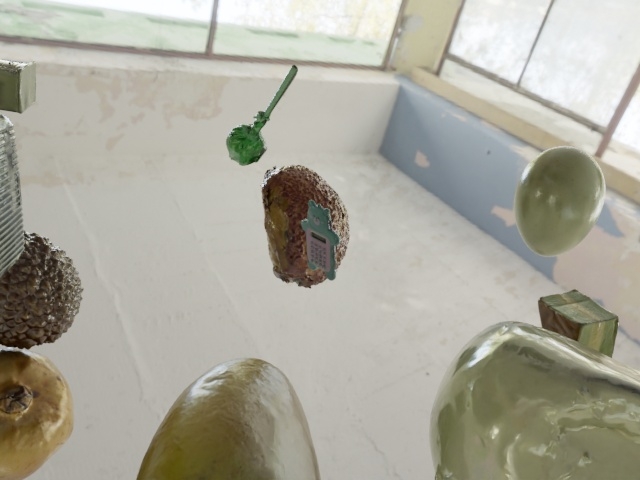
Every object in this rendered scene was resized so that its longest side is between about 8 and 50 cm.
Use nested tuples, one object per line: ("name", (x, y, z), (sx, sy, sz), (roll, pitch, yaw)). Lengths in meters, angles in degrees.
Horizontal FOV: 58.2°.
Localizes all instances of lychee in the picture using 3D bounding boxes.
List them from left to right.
("lychee", (-0.496, 0.080, 0.943), (0.238, 0.200, 0.200), (18, -154, 34))

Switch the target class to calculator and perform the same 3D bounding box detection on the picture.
("calculator", (0.000, 0.000, 0.992), (0.019, 0.141, 0.094), (-25, -143, -35))

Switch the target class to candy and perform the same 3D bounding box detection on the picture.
("candy", (-0.120, -0.270, 1.236), (0.097, 0.323, 0.097), (14, -122, -23))

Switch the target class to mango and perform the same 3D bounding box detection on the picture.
("mango", (-0.094, 0.293, 0.706), (0.253, 0.182, 0.365), (51, -154, -22))

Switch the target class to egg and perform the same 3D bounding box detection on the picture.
("egg", (0.537, -0.086, 1.307), (0.188, 0.254, 0.188), (8, -170, -1))

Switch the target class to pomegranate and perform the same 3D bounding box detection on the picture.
("pomegranate", (-0.533, 0.286, 0.941), (0.248, 0.248, 0.248), (12, -150, -7))

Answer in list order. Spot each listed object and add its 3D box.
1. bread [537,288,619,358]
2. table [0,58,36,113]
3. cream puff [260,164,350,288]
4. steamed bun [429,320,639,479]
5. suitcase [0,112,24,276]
("bread", (0.353, 0.152, 0.810), (0.074, 0.139, 0.084), (-11, -156, -15))
("table", (-0.458, -0.226, 0.817), (0.083, 0.063, 0.079), (6, -156, -13))
("cream puff", (-0.037, -0.038, 1.528), (0.228, 0.351, 0.350), (-6, -148, -2))
("steamed bun", (0.269, 0.236, 0.580), (0.333, 0.233, 0.312), (28, -176, 19))
("suitcase", (-0.403, -0.022, 0.565), (0.128, 0.202, 0.312), (2, -163, -8))
